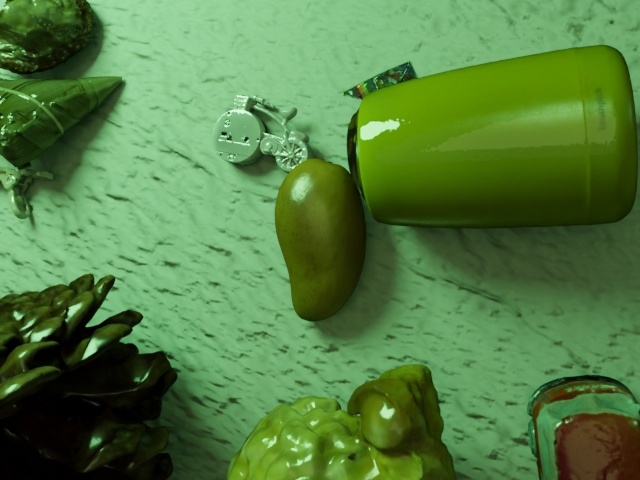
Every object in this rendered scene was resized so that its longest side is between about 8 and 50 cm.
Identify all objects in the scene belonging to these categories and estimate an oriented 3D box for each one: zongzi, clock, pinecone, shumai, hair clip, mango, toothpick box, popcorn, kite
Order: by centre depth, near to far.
[{"bbox_3d":[0.025,0.265,0.745,0.265,0.225,0.332,32,110,43],"label":"popcorn"},{"bbox_3d":[0.169,-0.095,0.774,0.271,0.175,0.175,-4,83,16],"label":"toothpick box"},{"bbox_3d":[-0.309,0.231,0.779,0.384,0.384,0.385,-1,84,13],"label":"pinecone"},{"bbox_3d":[0.000,0.000,0.848,0.102,0.085,0.184,-1,90,14],"label":"mango"},{"bbox_3d":[0.087,-0.169,0.884,0.122,0.004,0.090,29,91,15],"label":"kite"},{"bbox_3d":[-0.065,-0.124,0.898,0.129,0.041,0.087,20,92,19],"label":"clock"},{"bbox_3d":[-0.359,-0.281,0.955,0.139,0.105,0.123,-13,58,-24],"label":"shumai"},{"bbox_3d":[-0.373,-0.195,0.981,0.178,0.081,0.189,-42,57,-20],"label":"zongzi"},{"bbox_3d":[-0.452,-0.099,0.992,0.226,0.034,0.072,25,91,15],"label":"hair clip"}]

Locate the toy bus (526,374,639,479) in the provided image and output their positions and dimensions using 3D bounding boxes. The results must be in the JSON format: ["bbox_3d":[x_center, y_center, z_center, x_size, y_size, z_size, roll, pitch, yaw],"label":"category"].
[{"bbox_3d":[0.274,0.268,0.734,0.121,0.120,0.265,-7,83,11],"label":"toy bus"}]
